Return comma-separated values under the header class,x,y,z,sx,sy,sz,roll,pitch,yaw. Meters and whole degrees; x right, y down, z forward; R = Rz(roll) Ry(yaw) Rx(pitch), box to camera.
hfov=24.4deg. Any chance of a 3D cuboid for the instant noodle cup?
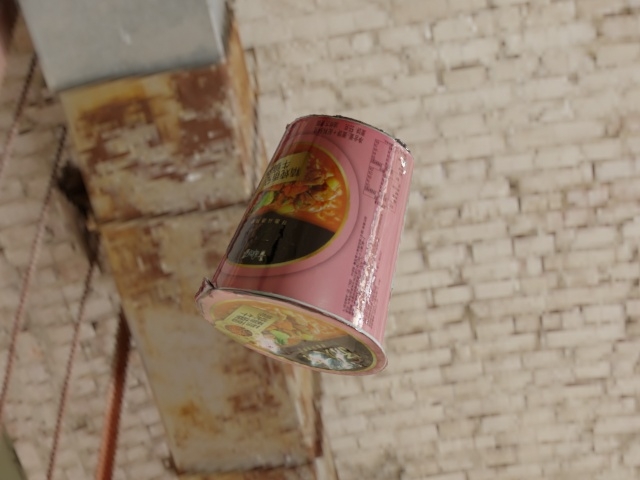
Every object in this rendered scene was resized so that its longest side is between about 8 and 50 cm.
class,x,y,z,sx,sy,sz,roll,pitch,yaw
instant noodle cup,0.000,0.000,1.723,0.243,0.244,0.255,8,-112,23
